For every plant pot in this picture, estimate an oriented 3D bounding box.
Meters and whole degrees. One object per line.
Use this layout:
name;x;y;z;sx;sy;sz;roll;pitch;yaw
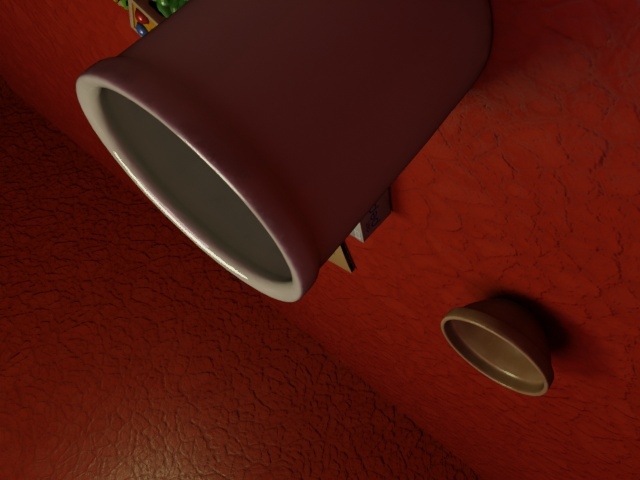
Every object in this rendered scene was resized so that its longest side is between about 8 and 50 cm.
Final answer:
plant pot;0.374;0.196;1.105;0.237;0.110;0.237;38;160;16

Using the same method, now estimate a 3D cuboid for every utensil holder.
utensil holder;-0.024;-0.175;0.658;0.327;0.385;0.328;37;161;15

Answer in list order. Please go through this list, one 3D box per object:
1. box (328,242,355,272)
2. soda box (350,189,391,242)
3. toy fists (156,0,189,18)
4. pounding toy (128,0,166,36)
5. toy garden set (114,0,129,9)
box;0.000;0.000;1.544;0.201;0.021;0.164;28;157;36
soda box;0.064;-0.123;1.037;0.091;0.098;0.286;34;159;28
toy fists;-0.239;-0.432;0.877;0.279;0.096;0.142;47;153;21
pounding toy;-0.326;-0.436;1.117;0.141;0.100;0.130;44;161;-4
toy garden set;-0.489;-0.596;1.167;0.244;0.049;0.204;35;160;20
